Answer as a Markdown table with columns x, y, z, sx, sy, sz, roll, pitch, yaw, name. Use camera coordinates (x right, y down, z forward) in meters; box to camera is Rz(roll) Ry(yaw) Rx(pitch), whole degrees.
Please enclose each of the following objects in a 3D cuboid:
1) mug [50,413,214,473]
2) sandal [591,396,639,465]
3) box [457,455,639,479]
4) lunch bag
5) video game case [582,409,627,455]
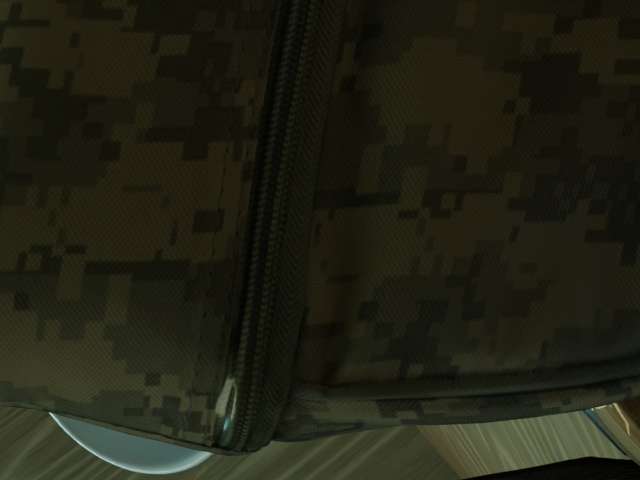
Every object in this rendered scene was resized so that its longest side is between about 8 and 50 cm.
| x | y | z | sx | sy | sz | roll | pitch | yaw | name |
| --- | --- | --- | --- | --- | --- | --- | --- | --- | --- |
| -0.138 | 0.068 | 1.535 | 0.276 | 0.374 | 0.328 | 58 | -145 | 1 | mug |
| 0.142 | 0.024 | 0.774 | 0.240 | 0.088 | 0.079 | 45 | 144 | -7 | sandal |
| 0.187 | 0.248 | 0.986 | 0.381 | 0.143 | 0.191 | 109 | 153 | -81 | box |
| 0.019 | -0.028 | 0.527 | 0.256 | 0.213 | 0.305 | 12 | 174 | -4 | lunch bag |
| 0.169 | 0.073 | 1.058 | 0.157 | 0.019 | 0.143 | 50 | 174 | 29 | video game case |
